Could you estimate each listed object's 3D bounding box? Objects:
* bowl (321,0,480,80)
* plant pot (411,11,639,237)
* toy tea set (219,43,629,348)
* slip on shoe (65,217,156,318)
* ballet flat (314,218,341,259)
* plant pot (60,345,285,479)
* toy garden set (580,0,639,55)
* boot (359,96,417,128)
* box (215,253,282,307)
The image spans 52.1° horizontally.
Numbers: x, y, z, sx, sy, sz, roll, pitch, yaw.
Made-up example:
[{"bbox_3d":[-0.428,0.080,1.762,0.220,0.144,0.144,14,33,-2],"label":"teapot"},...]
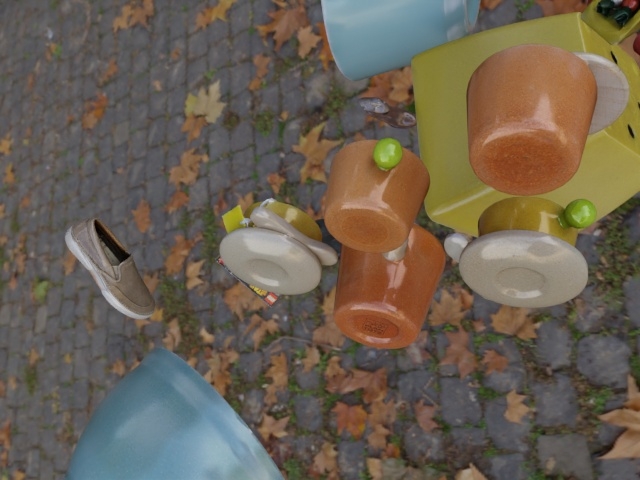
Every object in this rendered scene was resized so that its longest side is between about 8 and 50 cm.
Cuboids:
[{"bbox_3d":[0.124,-0.367,0.859,0.163,0.311,0.311,7,84,20],"label":"bowl"},{"bbox_3d":[0.247,-0.125,0.732,0.187,0.212,0.212,-24,60,44],"label":"plant pot"},{"bbox_3d":[0.083,-0.029,0.498,0.336,0.200,0.124,-25,37,45],"label":"toy tea set"},{"bbox_3d":[-0.227,0.031,0.737,0.041,0.051,0.135,-27,107,25],"label":"slip on shoe"},{"bbox_3d":[0.000,0.000,0.928,0.173,0.049,0.057,4,76,41],"label":"ballet flat"},{"bbox_3d":[-0.191,0.305,0.792,0.293,0.196,0.293,37,149,27],"label":"plant pot"},{"bbox_3d":[0.292,-0.176,0.406,0.244,0.049,0.203,-56,47,36],"label":"toy garden set"},{"bbox_3d":[0.123,-0.226,1.155,0.107,0.114,0.037,14,93,6],"label":"boot"},{"bbox_3d":[-0.111,0.044,1.197,0.094,0.137,0.027,-50,18,-6],"label":"box"}]
